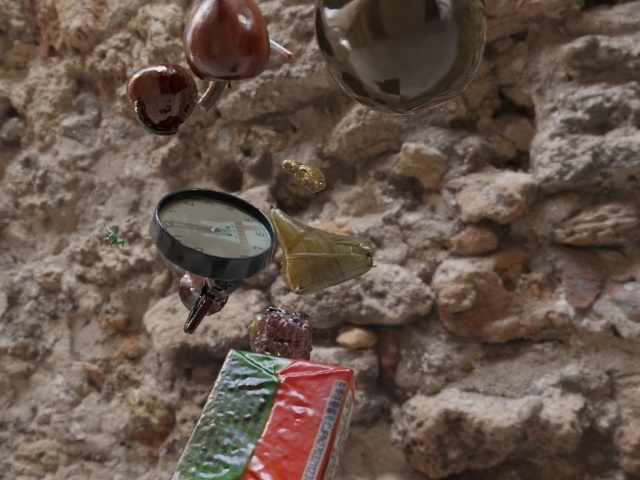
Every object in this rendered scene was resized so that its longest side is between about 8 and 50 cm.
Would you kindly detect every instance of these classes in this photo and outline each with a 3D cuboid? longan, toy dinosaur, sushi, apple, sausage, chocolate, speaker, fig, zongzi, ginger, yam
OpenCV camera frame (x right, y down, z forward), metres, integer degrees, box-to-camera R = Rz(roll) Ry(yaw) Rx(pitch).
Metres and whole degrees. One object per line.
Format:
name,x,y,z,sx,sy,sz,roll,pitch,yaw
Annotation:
longan,0.157,-0.440,1.110,0.336,0.405,0.404,-20,-8,6
toy dinosaur,-0.582,-0.013,1.533,0.062,0.083,0.021,-4,11,18
sushi,-0.142,0.326,1.919,0.236,0.171,0.270,11,-1,-11
apple,-0.232,-0.495,1.356,0.233,0.234,0.234,-8,-6,-1
sausage,-0.164,-0.711,2.003,0.029,0.223,0.029,-29,-38,-25
chocolate,-0.113,0.455,1.242,0.341,0.360,0.162,3,-39,24
speaker,-0.415,0.184,1.931,0.259,0.198,0.329,-31,3,-22
fig,-0.430,-0.379,1.476,0.205,0.205,0.205,-8,-6,-1
zongzi,0.000,0.000,1.130,0.194,0.198,0.099,-15,-3,-6
ginger,-0.032,-0.207,1.800,0.115,0.081,0.205,7,-10,38
yam,-0.353,-0.558,1.920,0.241,0.056,0.056,-53,-17,9

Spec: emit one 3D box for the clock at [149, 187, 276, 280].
clock,-0.318,-0.031,1.656,0.386,0.386,0.077,-3,-51,-38
